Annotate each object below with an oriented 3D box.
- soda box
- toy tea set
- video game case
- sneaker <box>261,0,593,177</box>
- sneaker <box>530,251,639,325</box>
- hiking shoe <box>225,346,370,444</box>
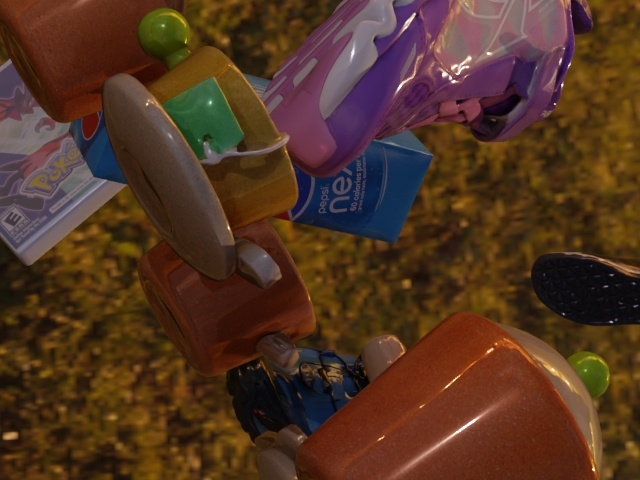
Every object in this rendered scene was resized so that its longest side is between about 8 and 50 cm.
[{"bbox_3d":[-0.042,-0.060,1.090,0.210,0.071,0.067,12,112,-27],"label":"soda box"},{"bbox_3d":[0.000,0.000,0.712,0.124,0.200,0.336,-31,96,-15],"label":"toy tea set"},{"bbox_3d":[-0.203,-0.096,1.403,0.201,0.183,0.023,-41,141,-8],"label":"video game case"},{"bbox_3d":[0.060,-0.084,0.789,0.104,0.095,0.236,49,39,-6],"label":"sneaker"},{"bbox_3d":[0.369,0.061,2.147,0.234,0.097,0.084,11,102,2],"label":"sneaker"},{"bbox_3d":[0.057,0.122,1.447,0.304,0.132,0.113,16,42,-41],"label":"hiking shoe"}]
